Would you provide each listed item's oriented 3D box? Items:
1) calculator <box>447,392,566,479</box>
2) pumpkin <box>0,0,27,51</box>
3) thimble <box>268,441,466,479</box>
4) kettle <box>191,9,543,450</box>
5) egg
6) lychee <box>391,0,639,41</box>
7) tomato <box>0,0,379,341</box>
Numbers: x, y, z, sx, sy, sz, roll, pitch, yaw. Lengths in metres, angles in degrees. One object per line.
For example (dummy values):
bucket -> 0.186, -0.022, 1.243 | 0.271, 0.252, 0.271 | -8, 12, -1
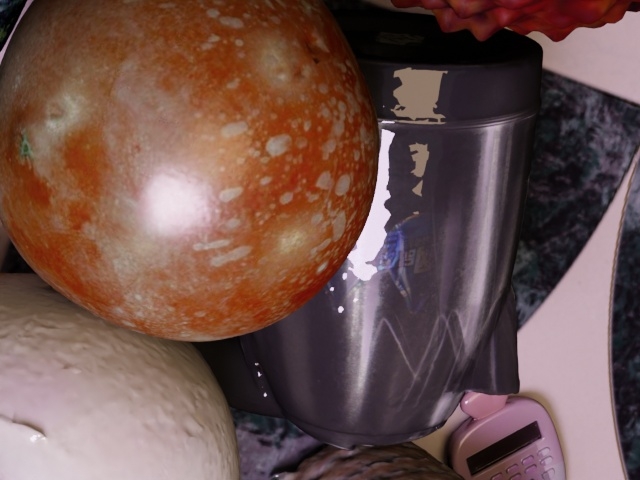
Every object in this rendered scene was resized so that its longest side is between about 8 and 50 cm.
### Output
calculator -> 0.160, 0.192, 1.645 | 0.103, 0.024, 0.166 | -26, 114, -14
pumpkin -> -0.330, -0.216, 1.226 | 0.315, 0.238, 0.315 | -14, 127, -19
thimble -> 0.050, 0.282, 1.558 | 0.196, 0.148, 0.229 | -4, 107, -24
kettle -> 0.000, 0.000, 1.442 | 0.321, 0.228, 0.324 | 5, 106, 4
egg -> -0.167, 0.139, 1.354 | 0.337, 0.337, 0.201 | 48, 71, -25
lychee -> 0.146, -0.380, 1.264 | 0.424, 0.424, 0.500 | -6, 118, -21
tomato -> -0.104, -0.064, 1.248 | 0.222, 0.270, 0.270 | -10, 110, -51
